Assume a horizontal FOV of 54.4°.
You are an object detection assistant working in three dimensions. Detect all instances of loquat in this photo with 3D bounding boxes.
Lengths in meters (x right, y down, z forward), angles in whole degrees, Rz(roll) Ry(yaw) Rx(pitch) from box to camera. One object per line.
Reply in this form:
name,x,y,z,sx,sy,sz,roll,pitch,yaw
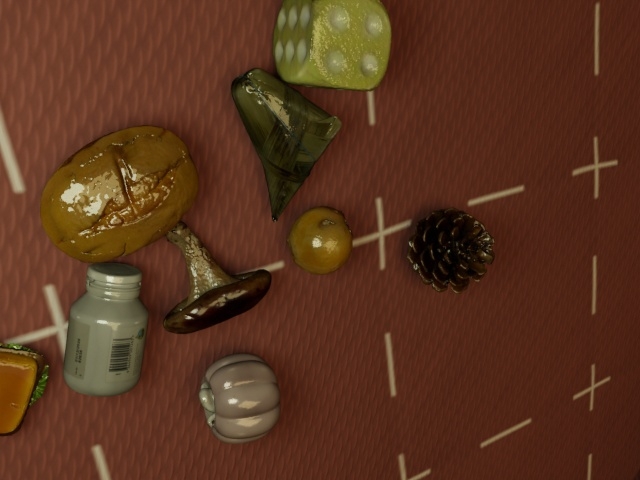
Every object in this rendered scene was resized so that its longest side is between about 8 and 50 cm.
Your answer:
loquat,0.000,0.000,1.276,0.141,0.141,0.141,-8,107,-27

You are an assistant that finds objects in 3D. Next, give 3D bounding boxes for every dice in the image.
dice,0.019,-0.369,1.163,0.169,0.169,0.166,-1,103,-30

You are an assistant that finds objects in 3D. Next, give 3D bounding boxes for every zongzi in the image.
zongzi,-0.107,-0.183,1.186,0.221,0.112,0.242,30,97,-29

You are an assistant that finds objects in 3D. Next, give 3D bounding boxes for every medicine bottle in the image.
medicine bottle,-0.377,0.153,1.106,0.135,0.135,0.215,5,101,-30

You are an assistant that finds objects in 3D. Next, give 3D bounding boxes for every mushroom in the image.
mushroom,-0.218,0.048,1.187,0.227,0.148,0.217,-24,98,-27

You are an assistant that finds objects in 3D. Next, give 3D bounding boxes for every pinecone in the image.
pinecone,0.308,0.023,1.422,0.208,0.208,0.207,-8,107,-27

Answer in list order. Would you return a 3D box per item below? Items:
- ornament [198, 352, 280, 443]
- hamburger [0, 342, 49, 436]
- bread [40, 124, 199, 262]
ornament,-0.168,0.318,1.249,0.177,0.177,0.177,-8,107,-27
hamburger,-0.548,0.253,1.067,0.137,0.087,0.166,21,94,-33
bread,-0.340,-0.083,1.060,0.270,0.143,0.195,-33,117,-15
